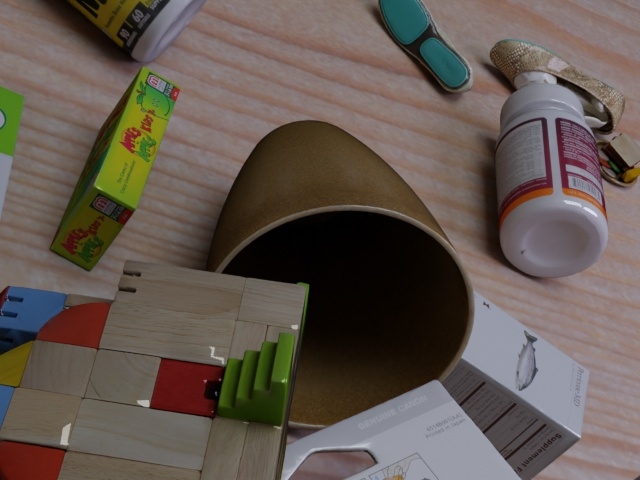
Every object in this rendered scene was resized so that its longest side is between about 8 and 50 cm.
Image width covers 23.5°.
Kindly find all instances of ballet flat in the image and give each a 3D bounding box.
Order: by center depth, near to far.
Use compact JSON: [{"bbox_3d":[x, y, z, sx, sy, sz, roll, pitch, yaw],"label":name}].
[{"bbox_3d":[0.128,-0.244,1.882,0.168,0.057,0.052,56,12,12],"label":"ballet flat"},{"bbox_3d":[0.306,-0.192,1.963,0.206,0.073,0.067,20,57,-20],"label":"ballet flat"}]

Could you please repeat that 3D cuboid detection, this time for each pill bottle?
[{"bbox_3d":[-0.219,-0.288,1.553,0.208,0.119,0.119,40,37,-1],"label":"pill bottle"},{"bbox_3d":[0.261,-0.073,1.762,0.121,0.121,0.221,26,40,-20],"label":"pill bottle"}]

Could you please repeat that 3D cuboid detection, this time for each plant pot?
[{"bbox_3d":[0.000,0.000,1.403,0.237,0.237,0.254,24,28,-22],"label":"plant pot"}]

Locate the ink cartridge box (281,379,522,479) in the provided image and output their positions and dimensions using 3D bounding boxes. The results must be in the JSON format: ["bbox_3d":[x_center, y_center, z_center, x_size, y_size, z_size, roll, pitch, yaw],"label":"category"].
[{"bbox_3d":[0.052,0.266,1.224,0.296,0.066,0.261,-20,50,-29],"label":"ink cartridge box"}]

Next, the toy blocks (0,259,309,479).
[{"bbox_3d":[-0.159,0.148,1.125,0.261,0.190,0.381,8,44,1],"label":"toy blocks"}]

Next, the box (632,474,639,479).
[{"bbox_3d":[0.370,0.319,1.490,0.203,0.103,0.114,21,42,-25],"label":"box"}]

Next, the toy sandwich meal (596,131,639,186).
[{"bbox_3d":[0.384,-0.105,1.974,0.085,0.029,0.085,24,41,-22],"label":"toy sandwich meal"}]

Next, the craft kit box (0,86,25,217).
[{"bbox_3d":[-0.379,-0.071,1.259,0.247,0.061,0.250,25,41,-25],"label":"craft kit box"}]

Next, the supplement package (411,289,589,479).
[{"bbox_3d":[0.154,0.137,1.478,0.179,0.105,0.105,34,36,-10],"label":"supplement package"}]

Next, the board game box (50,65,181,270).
[{"bbox_3d":[-0.184,-0.068,1.391,0.043,0.092,0.181,29,39,-14],"label":"board game box"}]
